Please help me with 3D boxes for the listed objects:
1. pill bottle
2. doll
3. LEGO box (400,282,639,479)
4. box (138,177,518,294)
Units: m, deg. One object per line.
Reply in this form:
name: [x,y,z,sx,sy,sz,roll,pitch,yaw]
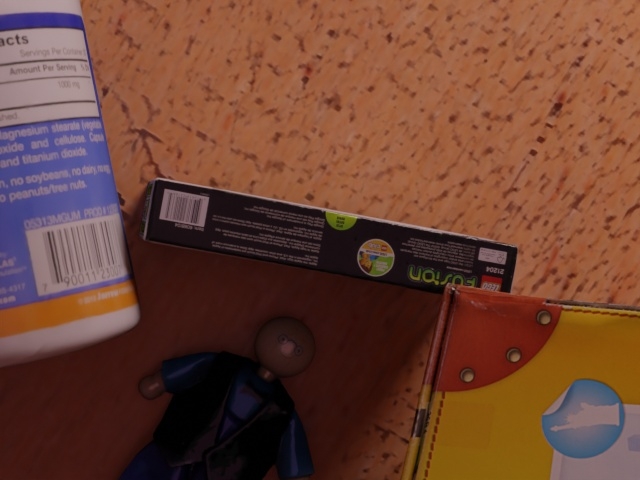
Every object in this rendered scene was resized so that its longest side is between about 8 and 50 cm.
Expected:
pill bottle: [-0.196,-0.069,0.789,0.152,0.152,0.272,-12,92,-9]
doll: [-0.061,0.129,0.866,0.129,0.046,0.189,32,80,1]
LEGO box: [0.205,0.294,0.678,0.372,0.193,0.500,5,67,25]
box: [0.000,0.000,0.840,0.207,0.114,0.036,10,90,-8]
